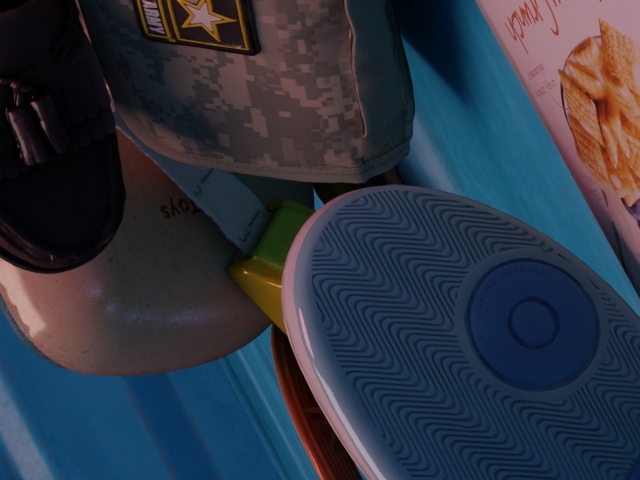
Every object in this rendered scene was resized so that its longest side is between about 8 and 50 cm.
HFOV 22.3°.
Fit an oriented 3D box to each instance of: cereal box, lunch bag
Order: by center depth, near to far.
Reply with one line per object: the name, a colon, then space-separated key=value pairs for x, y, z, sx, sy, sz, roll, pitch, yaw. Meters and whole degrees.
cereal box: x=0.109 y=-0.073 z=0.565 sx=0.240 sy=0.047 sz=0.173 roll=61 pitch=171 yaw=2
lunch bag: x=-0.066 y=-0.178 z=0.838 sx=0.287 sy=0.169 sz=0.235 roll=44 pitch=157 yaw=37

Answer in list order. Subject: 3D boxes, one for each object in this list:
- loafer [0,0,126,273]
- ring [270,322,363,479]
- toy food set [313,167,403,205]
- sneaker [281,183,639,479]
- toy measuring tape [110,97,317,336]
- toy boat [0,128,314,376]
loafer: x=-0.177 y=-0.122 z=0.786 sx=0.302 sy=0.109 sz=0.095 roll=67 pitch=160 yaw=-8
ring: x=0.077 y=0.179 z=1.145 sx=0.336 sy=0.032 sz=0.336 roll=52 pitch=-168 yaw=-15
toy food set: x=0.029 y=-0.006 z=1.156 sx=0.132 sy=0.038 sz=0.192 roll=64 pitch=170 yaw=-11
sneaker: x=0.093 y=0.120 z=0.681 sx=0.319 sy=0.127 sz=0.208 roll=43 pitch=160 yaw=0
toy measuring tape: x=0.000 y=0.000 z=0.989 sx=0.330 sy=0.121 sz=0.121 roll=48 pitch=177 yaw=-28
toy boat: x=-0.139 y=-0.063 z=1.080 sx=0.148 sy=0.267 sz=0.318 roll=-29 pitch=77 yaw=41
